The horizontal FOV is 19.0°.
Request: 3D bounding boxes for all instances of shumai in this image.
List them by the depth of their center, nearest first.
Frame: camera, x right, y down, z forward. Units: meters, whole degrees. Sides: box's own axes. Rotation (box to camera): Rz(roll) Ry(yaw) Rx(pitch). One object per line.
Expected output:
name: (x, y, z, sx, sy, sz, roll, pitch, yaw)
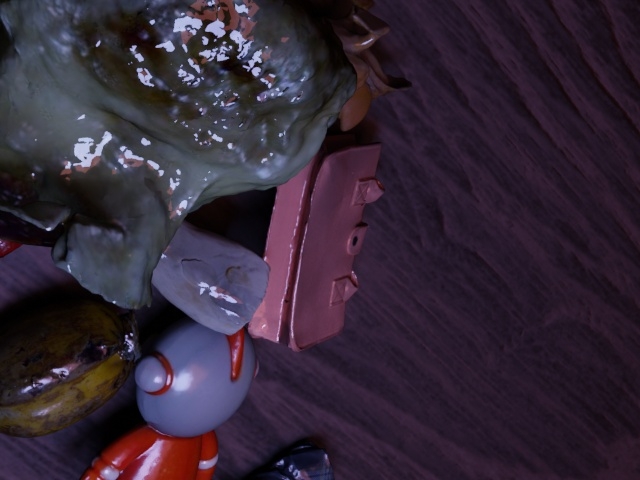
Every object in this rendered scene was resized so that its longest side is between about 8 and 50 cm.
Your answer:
shumai: (-0.189, -0.141, 1.624, 0.348, 0.395, 0.395, -46, 130, 6)

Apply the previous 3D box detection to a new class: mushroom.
mushroom: (-0.147, -0.004, 1.859, 0.092, 0.081, 0.223, -39, 103, 24)

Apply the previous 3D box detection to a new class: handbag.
handbag: (0.000, 0.000, 1.957, 0.157, 0.059, 0.212, -11, 115, -62)

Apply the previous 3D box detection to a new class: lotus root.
lotus root: (-0.271, 0.128, 1.876, 0.209, 0.120, 0.120, -25, 126, -16)

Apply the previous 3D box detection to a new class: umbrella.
umbrella: (-0.083, 0.299, 2.102, 0.224, 0.071, 0.080, -28, 123, -35)

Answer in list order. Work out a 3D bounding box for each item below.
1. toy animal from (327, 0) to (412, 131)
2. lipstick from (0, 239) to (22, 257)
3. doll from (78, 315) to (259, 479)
toy animal: (0.003, -0.163, 1.913, 0.188, 0.089, 0.179, 27, 116, -39)
lipstick: (-0.336, -0.091, 1.736, 0.080, 0.080, 0.241, -32, 128, -14)
doll: (-0.157, 0.186, 1.982, 0.199, 0.105, 0.336, 0, 123, -51)
